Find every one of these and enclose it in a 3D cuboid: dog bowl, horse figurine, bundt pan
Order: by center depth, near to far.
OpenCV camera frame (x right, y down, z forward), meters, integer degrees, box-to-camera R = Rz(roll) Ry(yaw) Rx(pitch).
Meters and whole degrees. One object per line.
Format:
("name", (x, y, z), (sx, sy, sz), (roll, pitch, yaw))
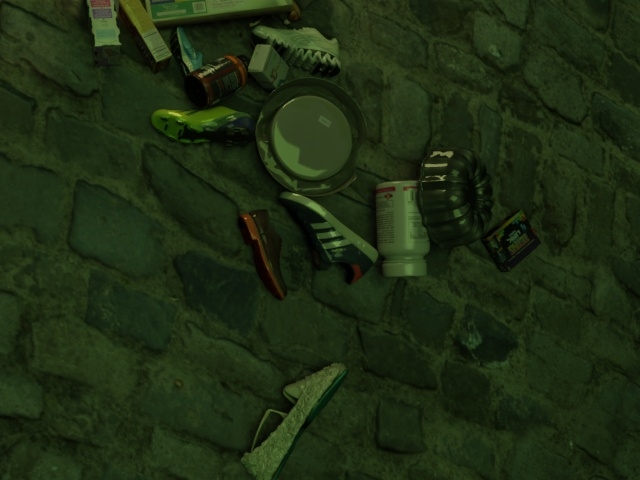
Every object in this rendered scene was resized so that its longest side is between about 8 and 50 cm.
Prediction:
("horse figurine", (-0.177, -0.750, 1.872), (0.174, 0.066, 0.263), (-27, 99, -12))
("dog bowl", (-0.034, -0.297, 1.874), (0.348, 0.102, 0.349), (1, 86, -20))
("bundt pan", (0.429, -0.137, 1.935), (0.330, 0.124, 0.331), (8, 80, -51))

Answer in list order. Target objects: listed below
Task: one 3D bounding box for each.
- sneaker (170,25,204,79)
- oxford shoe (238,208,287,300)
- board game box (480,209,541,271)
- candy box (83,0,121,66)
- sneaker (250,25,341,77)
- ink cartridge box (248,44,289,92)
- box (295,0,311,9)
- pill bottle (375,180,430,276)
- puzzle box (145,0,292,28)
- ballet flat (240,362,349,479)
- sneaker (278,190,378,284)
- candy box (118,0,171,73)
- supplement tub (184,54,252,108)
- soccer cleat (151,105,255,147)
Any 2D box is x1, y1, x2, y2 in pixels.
("sneaker", (-0.372, -0.528, 1.799), (0.073, 0.063, 0.162), (-27, 103, -32))
("oxford shoe", (-0.140, 0.038, 1.821), (0.098, 0.097, 0.271), (-23, 94, -25))
("board game box", (0.638, 0.001, 2.122), (0.170, 0.048, 0.141), (-37, 98, -18))
("candy box", (-0.575, -0.579, 1.665), (0.070, 0.165, 0.196), (-10, 90, -19))
("sneaker", (-0.070, -0.582, 1.885), (0.292, 0.110, 0.118), (13, 75, -27))
("ink cartridge box", (-0.150, -0.496, 1.833), (0.122, 0.052, 0.089), (36, 68, -60))
("box", (-0.043, -0.776, 1.908), (0.102, 0.087, 0.101), (43, 74, -12))
("pill bottle", (0.250, -0.032, 1.927), (0.160, 0.160, 0.283), (0, 87, -20))
("puzzle box", (-0.302, -0.759, 1.787), (0.408, 0.052, 0.272), (-10, 87, -8))
("ballet flat", (-0.082, 0.495, 1.797), (0.147, 0.147, 0.409), (40, 75, -13))
("sneaker", (0.000, 0.000, 1.856), (0.350, 0.131, 0.148), (37, 83, -10))
("candy box", (-0.479, -0.560, 1.728), (0.053, 0.109, 0.187), (-32, 98, -18))
("supplement tub", (-0.278, -0.455, 1.782), (0.198, 0.106, 0.106), (-39, 100, -35))
("soccer cleat", (-0.330, -0.335, 1.794), (0.289, 0.093, 0.121), (5, 55, -15))
